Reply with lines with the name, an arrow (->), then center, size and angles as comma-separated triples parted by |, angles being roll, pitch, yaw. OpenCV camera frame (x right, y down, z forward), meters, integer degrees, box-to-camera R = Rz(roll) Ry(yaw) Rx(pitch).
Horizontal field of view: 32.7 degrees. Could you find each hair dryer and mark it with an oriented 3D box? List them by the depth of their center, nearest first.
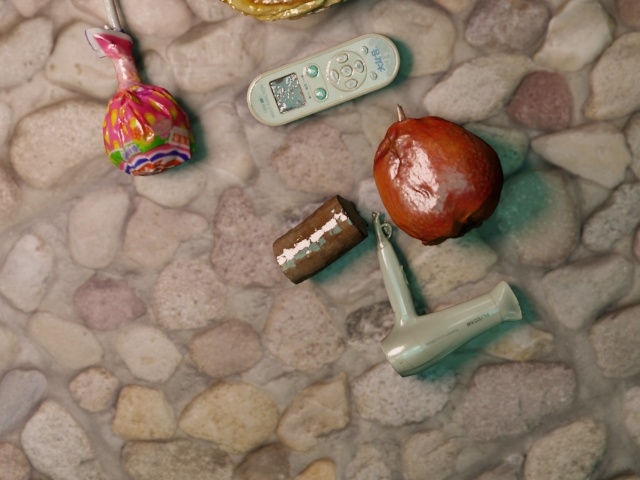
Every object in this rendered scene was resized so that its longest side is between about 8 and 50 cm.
hair dryer -> 0.149, 0.053, 1.561 | 0.206, 0.075, 0.237 | -28, 90, 0

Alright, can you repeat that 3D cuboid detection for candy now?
candy -> -0.272, -0.268, 1.502 | 0.124, 0.124, 0.366 | -14, 92, 5

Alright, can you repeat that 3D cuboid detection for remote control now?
remote control -> 0.004, -0.224, 1.515 | 0.221, 0.042, 0.078 | -20, 100, 7

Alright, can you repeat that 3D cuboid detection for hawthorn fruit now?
hawthorn fruit -> 0.157, -0.083, 1.485 | 0.179, 0.173, 0.173 | 32, 102, 23

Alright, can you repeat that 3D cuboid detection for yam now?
yam -> -0.001, -0.002, 1.538 | 0.127, 0.084, 0.084 | -33, 98, 11

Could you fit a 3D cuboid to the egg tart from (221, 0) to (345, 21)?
egg tart -> -0.043, -0.434, 1.440 | 0.294, 0.116, 0.295 | 1, 99, 4
